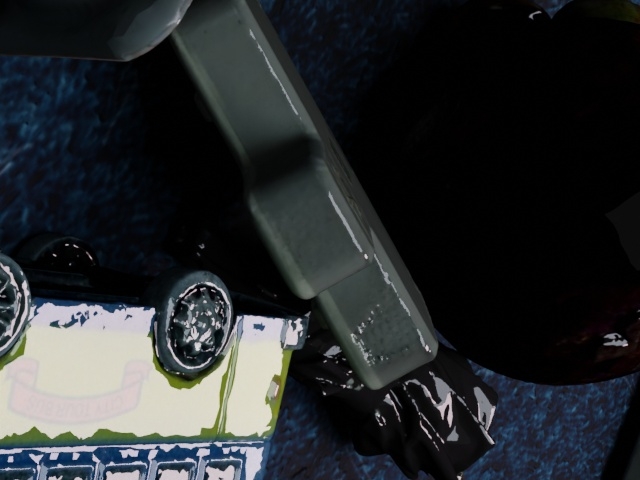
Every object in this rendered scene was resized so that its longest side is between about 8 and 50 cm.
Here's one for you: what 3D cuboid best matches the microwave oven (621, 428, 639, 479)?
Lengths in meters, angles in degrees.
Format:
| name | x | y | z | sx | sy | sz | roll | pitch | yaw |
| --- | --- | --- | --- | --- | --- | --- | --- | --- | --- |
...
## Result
| name | x | y | z | sx | sy | sz | roll | pitch | yaw |
| --- | --- | --- | --- | --- | --- | --- | --- | --- | --- |
| microwave oven | 0.527 | 0.195 | 1.426 | 0.218 | 0.286 | 0.354 | 37 | 71 | -49 |

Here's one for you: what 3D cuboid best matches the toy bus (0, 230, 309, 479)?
| name | x | y | z | sx | sy | sz | roll | pitch | yaw |
| --- | --- | --- | --- | --- | --- | --- | --- | --- | --- |
| toy bus | -0.164 | 0.092 | 0.692 | 0.312 | 0.152 | 0.190 | 9 | 92 | -50 |

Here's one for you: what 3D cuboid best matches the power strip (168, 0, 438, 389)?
| name | x | y | z | sx | sy | sz | roll | pitch | yaw |
| --- | --- | --- | --- | --- | --- | --- | --- | --- | --- |
| power strip | -0.011 | -0.028 | 0.772 | 0.059 | 0.193 | 0.265 | -28 | 105 | 6 |

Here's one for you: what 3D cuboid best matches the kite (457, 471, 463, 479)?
| name | x | y | z | sx | sy | sz | roll | pitch | yaw |
| --- | --- | --- | --- | --- | --- | --- | --- | --- | --- |
| kite | 0.134 | 0.307 | 1.214 | 0.189 | 0.009 | 0.232 | -41 | 130 | -36 |

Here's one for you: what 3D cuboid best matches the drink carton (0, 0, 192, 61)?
| name | x | y | z | sx | sy | sz | roll | pitch | yaw |
| --- | --- | --- | --- | --- | --- | --- | --- | --- | --- |
| drink carton | -0.147 | -0.215 | 0.620 | 0.189 | 0.185 | 0.191 | 41 | 71 | -35 |

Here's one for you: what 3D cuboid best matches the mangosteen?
| name | x | y | z | sx | sy | sz | roll | pitch | yaw |
| --- | --- | --- | --- | --- | --- | --- | --- | --- | --- |
| mangosteen | 0.183 | -0.049 | 0.973 | 0.297 | 0.297 | 0.313 | -16 | 80 | -46 |

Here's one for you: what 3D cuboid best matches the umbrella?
| name | x | y | z | sx | sy | sz | roll | pitch | yaw |
| --- | --- | --- | --- | --- | --- | --- | --- | --- | --- |
| umbrella | 0.013 | 0.079 | 0.949 | 0.340 | 0.118 | 0.118 | 37 | 72 | -39 |
